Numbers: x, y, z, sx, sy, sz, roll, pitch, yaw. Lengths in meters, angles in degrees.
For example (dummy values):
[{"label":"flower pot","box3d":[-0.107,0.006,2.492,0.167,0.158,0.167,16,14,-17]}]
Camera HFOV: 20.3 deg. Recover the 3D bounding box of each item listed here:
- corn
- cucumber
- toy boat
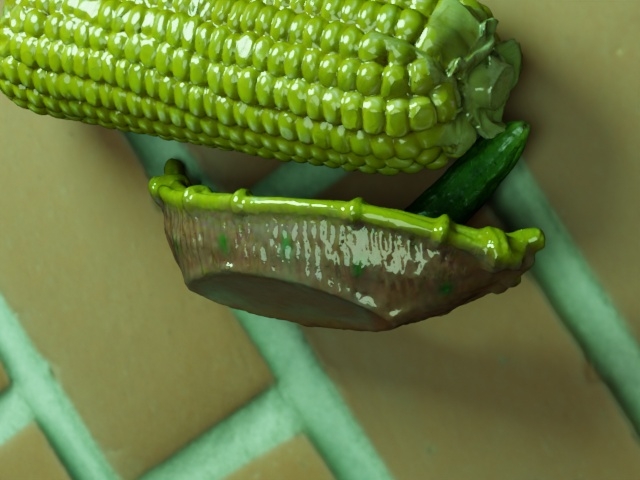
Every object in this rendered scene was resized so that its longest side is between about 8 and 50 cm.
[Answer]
[{"label":"corn","box3d":[-0.057,-0.126,1.219,0.387,0.144,0.144,8,103,20]},{"label":"cucumber","box3d":[0.090,-0.027,1.228,0.039,0.039,0.168,48,120,8]},{"label":"toy boat","box3d":[-0.004,0.005,1.219,0.318,0.141,0.099,11,66,34]}]
